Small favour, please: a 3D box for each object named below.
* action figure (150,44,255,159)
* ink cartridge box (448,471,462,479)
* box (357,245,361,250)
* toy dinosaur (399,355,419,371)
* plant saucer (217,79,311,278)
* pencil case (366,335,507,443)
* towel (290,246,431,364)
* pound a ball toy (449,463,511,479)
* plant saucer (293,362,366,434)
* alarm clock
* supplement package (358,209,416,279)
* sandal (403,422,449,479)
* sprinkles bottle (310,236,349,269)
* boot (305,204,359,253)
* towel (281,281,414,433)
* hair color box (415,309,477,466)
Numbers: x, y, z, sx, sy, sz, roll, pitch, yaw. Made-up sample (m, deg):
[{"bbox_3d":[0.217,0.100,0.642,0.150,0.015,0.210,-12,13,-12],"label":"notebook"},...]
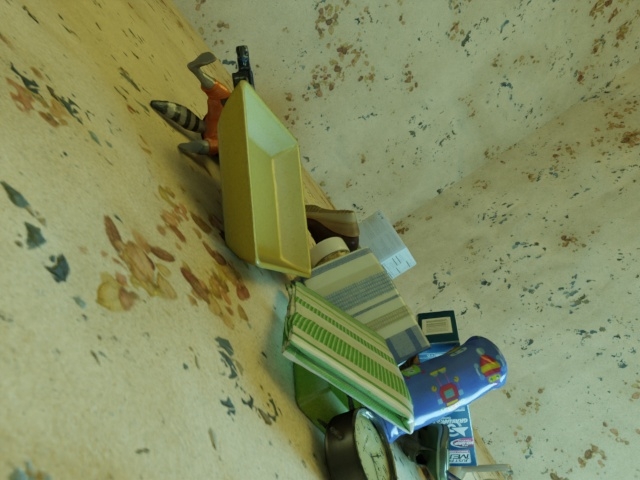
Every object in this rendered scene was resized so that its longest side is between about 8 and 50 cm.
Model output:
[{"bbox_3d":[-0.232,-0.298,1.078,0.330,0.179,0.340,38,44,-80],"label":"action figure"},{"bbox_3d":[0.380,0.625,1.046,0.311,0.065,0.186,28,-11,44],"label":"ink cartridge box"},{"bbox_3d":[0.096,0.086,1.561,0.184,0.045,0.190,59,-29,14],"label":"box"},{"bbox_3d":[0.261,0.406,1.335,0.295,0.127,0.200,59,7,-11],"label":"toy dinosaur"},{"bbox_3d":[-0.112,-0.093,0.941,0.333,0.081,0.332,30,54,-73],"label":"plant saucer"},{"bbox_3d":[0.235,0.301,0.975,0.133,0.306,0.119,-167,-122,-74],"label":"pencil case"},{"bbox_3d":[0.086,0.160,1.045,0.285,0.209,0.034,59,-18,24],"label":"towel"},{"bbox_3d":[0.475,0.674,1.177,0.208,0.136,0.319,54,-35,-4],"label":"pound a ball toy"},{"bbox_3d":[0.026,0.260,0.793,0.188,0.045,0.188,52,9,-21],"label":"plant saucer"},{"bbox_3d":[0.064,0.324,0.660,0.192,0.064,0.129,61,18,2],"label":"alarm clock"},{"bbox_3d":[0.201,0.057,1.857,0.199,0.263,0.198,61,9,30],"label":"supplement package"},{"bbox_3d":[0.220,0.453,1.046,0.303,0.087,0.120,123,-29,-81],"label":"sandal"},{"bbox_3d":[0.091,0.161,1.304,0.355,0.121,0.121,60,9,24],"label":"sprinkles bottle"},{"bbox_3d":[0.000,0.000,1.463,0.090,0.249,0.206,-45,138,-59],"label":"boot"},{"bbox_3d":[0.038,0.181,0.819,0.248,0.038,0.325,34,7,-8],"label":"towel"},{"bbox_3d":[0.317,0.372,1.192,0.174,0.105,0.346,-55,135,-70],"label":"hair color box"}]
